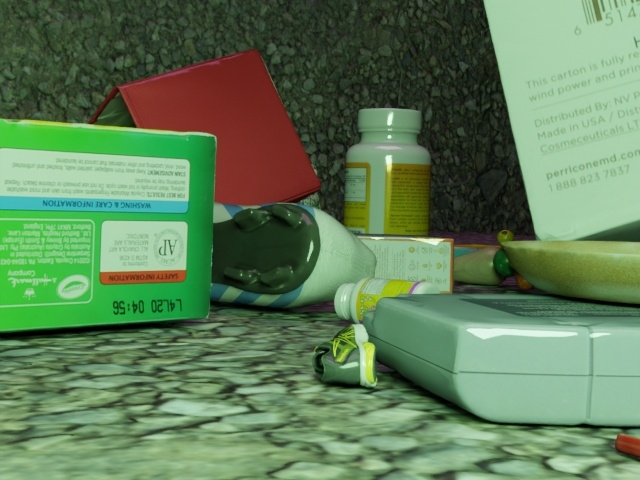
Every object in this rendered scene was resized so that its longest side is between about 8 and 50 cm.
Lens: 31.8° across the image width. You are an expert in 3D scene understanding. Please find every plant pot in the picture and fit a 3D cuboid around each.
[{"bbox_3d":[0.235,0.020,0.720,0.236,0.032,0.236,2,2,0],"label":"plant pot"}]

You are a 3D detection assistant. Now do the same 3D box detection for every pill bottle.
[{"bbox_3d":[0.053,0.052,0.907,0.083,0.043,0.043,3,3,37],"label":"pill bottle"},{"bbox_3d":[0.105,-0.081,1.770,0.136,0.245,0.136,2,2,0],"label":"pill bottle"}]

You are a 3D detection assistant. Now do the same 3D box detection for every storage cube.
[{"bbox_3d":[-0.149,-0.086,1.324,0.193,0.215,0.184,-23,-5,-34],"label":"storage cube"}]

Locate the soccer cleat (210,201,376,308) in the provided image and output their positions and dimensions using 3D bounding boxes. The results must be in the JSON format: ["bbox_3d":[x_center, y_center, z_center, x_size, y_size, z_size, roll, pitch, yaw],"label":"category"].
[{"bbox_3d":[-0.093,0.019,1.107,0.331,0.116,0.143,6,-11,41],"label":"soccer cleat"}]

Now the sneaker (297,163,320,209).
[{"bbox_3d":[-0.120,-0.049,1.593,0.158,0.182,0.410,3,3,29],"label":"sneaker"}]

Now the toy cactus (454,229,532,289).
[{"bbox_3d":[0.251,0.019,1.415,0.181,0.112,0.219,-8,6,28],"label":"toy cactus"}]

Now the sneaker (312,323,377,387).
[{"bbox_3d":[0.011,0.067,0.664,0.035,0.031,0.083,1,2,-8],"label":"sneaker"}]

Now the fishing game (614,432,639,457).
[{"bbox_3d":[0.272,0.079,0.466,0.264,0.041,0.189,1,0,-19],"label":"fishing game"}]

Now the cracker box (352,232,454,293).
[{"bbox_3d":[0.033,0.025,1.307,0.232,0.067,0.156,2,1,2],"label":"cracker box"}]

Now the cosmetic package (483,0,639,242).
[{"bbox_3d":[0.381,-0.162,1.166,0.330,0.327,0.394,-15,-12,20],"label":"cosmetic package"}]

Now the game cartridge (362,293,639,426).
[{"bbox_3d":[0.191,0.063,0.644,0.297,0.062,0.198,1,6,-13],"label":"game cartridge"}]

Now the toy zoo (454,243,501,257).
[{"bbox_3d":[0.270,0.026,1.888,0.192,0.030,0.293,-1,4,-44],"label":"toy zoo"}]

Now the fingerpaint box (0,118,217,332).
[{"bbox_3d":[-0.369,-0.018,0.877,0.371,0.163,0.445,5,4,44],"label":"fingerpaint box"}]
